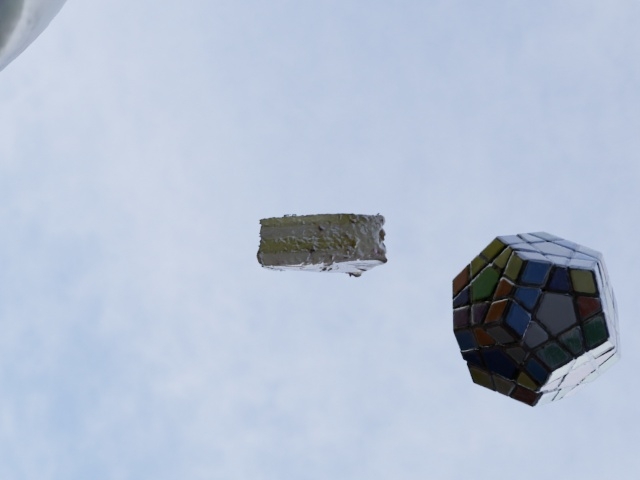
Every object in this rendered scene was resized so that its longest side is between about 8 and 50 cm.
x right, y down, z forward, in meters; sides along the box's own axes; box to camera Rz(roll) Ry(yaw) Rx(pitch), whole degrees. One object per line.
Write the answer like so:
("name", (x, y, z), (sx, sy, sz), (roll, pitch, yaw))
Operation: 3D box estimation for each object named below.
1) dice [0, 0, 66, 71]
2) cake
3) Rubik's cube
("dice", (-0.361, -0.252, 0.756), (0.304, 0.304, 0.277), (56, 6, -46))
("cake", (0.000, 0.000, 1.003), (0.065, 0.121, 0.052), (-20, -109, 47))
("Rubik's cube", (0.133, 0.047, 0.705), (0.111, 0.111, 0.093), (27, -64, 43))
